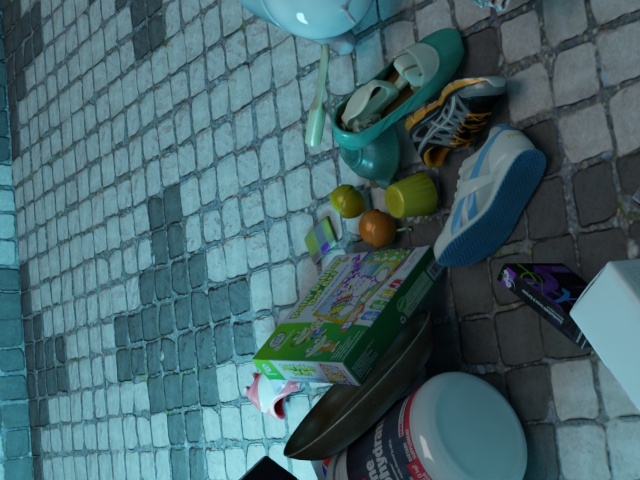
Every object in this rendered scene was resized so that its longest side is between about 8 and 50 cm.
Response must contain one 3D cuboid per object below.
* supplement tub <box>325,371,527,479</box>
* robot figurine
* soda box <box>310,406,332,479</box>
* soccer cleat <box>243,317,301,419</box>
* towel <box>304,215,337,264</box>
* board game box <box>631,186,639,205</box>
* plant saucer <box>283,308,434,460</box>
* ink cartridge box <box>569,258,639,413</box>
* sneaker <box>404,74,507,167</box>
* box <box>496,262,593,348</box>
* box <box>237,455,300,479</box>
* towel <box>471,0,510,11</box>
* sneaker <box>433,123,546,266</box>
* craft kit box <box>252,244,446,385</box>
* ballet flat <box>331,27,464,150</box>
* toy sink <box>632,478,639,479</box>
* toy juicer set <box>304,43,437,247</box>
[{"bbox_3d":[0.147,0.323,1.450,0.272,0.191,0.191,-44,56,45],"label":"supplement tub"},{"bbox_3d":[-0.031,-0.446,1.662,0.300,0.200,0.353,57,172,-30],"label":"robot figurine"},{"bbox_3d":[0.071,0.411,1.640,0.098,0.091,0.286,-58,47,40],"label":"soda box"},{"bbox_3d":[-0.056,0.224,1.845,0.095,0.083,0.248,38,119,13],"label":"soccer cleat"},{"bbox_3d":[0.000,0.000,1.809,0.083,0.009,0.060,-47,53,42],"label":"towel"},{"bbox_3d":[0.508,-0.027,1.015,0.208,0.056,0.347,-50,46,8],"label":"board game box"},{"bbox_3d":[0.069,0.228,1.522,0.050,0.310,0.310,44,135,-1],"label":"plant saucer"},{"bbox_3d":[0.402,0.098,1.073,0.158,0.218,0.092,61,141,34],"label":"ink cartridge box"},{"bbox_3d":[0.206,-0.177,1.469,0.215,0.084,0.083,-37,62,59],"label":"sneaker"},{"bbox_3d":[0.319,0.080,1.276,0.162,0.116,0.029,46,124,43],"label":"box"},{"bbox_3d":[-0.011,0.551,1.502,0.343,0.179,0.312,32,143,27],"label":"box"},{"bbox_3d":[0.225,-0.496,1.360,0.332,0.053,0.317,-115,37,-64],"label":"towel"},{"bbox_3d":[0.231,-0.058,1.434,0.229,0.087,0.092,-58,39,27],"label":"sneaker"},{"bbox_3d":[0.042,0.116,1.578,0.061,0.250,0.246,50,150,-19],"label":"craft kit box"},{"bbox_3d":[0.114,-0.230,1.501,0.247,0.087,0.083,-42,70,10],"label":"ballet flat"},{"bbox_3d":[0.410,0.394,1.119,0.234,0.152,0.131,46,126,43],"label":"toy sink"},{"bbox_3d":[0.070,-0.140,1.656,0.329,0.089,0.209,62,149,21],"label":"toy juicer set"}]
